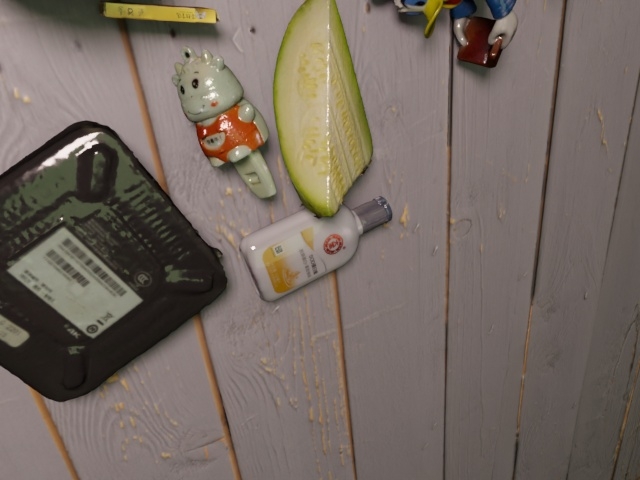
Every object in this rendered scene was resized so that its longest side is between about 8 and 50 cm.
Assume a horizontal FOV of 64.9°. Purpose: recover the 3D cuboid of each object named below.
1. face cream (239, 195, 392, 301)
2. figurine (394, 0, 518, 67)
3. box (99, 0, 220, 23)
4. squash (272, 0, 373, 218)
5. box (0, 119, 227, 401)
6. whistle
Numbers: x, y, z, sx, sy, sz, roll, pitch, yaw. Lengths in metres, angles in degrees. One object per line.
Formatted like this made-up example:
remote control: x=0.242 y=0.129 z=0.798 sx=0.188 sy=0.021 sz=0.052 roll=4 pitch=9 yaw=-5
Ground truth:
face cream: x=0.000 y=0.000 z=0.932 sx=0.291 sy=0.071 sz=0.144 roll=-25 pitch=121 yaw=-17
figurine: x=0.238 y=-0.431 z=0.844 sx=0.338 sy=0.204 sz=0.283 roll=-14 pitch=125 yaw=-9
box: x=-0.216 y=-0.308 z=0.679 sx=0.149 sy=0.073 sz=0.020 roll=-8 pitch=117 yaw=-26
squash: x=-0.023 y=-0.208 z=0.798 sx=0.203 sy=0.111 sz=0.288 roll=-56 pitch=137 yaw=-38
box: x=-0.353 y=0.047 z=0.751 sx=0.350 sy=0.091 sz=0.359 roll=-39 pitch=124 yaw=-8
whistle: x=-0.140 y=-0.171 z=0.762 sx=0.106 sy=0.102 sz=0.253 roll=-38 pitch=120 yaw=-18
